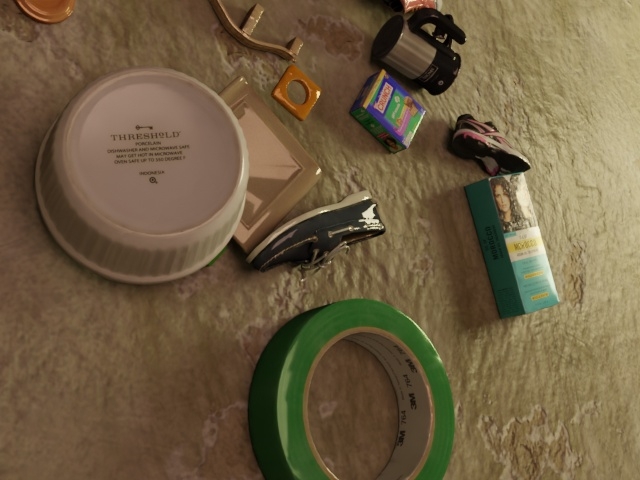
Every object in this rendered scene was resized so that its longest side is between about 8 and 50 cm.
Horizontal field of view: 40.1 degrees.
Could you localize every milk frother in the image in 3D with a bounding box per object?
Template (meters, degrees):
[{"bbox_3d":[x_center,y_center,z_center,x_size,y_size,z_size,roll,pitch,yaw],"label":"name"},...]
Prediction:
[{"bbox_3d":[0.169,-0.345,1.510,0.135,0.129,0.143,27,20,-28],"label":"milk frother"}]

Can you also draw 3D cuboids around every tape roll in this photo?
[{"bbox_3d":[0.051,0.247,1.259,0.321,0.077,0.321,10,72,-34],"label":"tape roll"}]

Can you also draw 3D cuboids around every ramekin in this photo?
[{"bbox_3d":[-0.211,-0.088,1.082,0.273,0.127,0.273,5,75,-17],"label":"ramekin"}]

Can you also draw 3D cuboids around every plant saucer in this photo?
[{"bbox_3d":[-0.363,-0.326,1.152,0.083,0.013,0.083,11,72,-35],"label":"plant saucer"}]

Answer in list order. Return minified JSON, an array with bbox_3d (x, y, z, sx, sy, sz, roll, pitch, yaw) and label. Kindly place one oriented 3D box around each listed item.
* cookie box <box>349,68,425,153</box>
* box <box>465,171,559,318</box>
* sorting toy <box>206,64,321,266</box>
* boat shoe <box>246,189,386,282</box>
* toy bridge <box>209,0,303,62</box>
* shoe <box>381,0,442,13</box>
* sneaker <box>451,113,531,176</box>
[{"bbox_3d":[0.112,-0.213,1.453,0.107,0.040,0.092,40,58,-20],"label":"cookie box"},{"bbox_3d":[0.339,0.007,1.547,0.100,0.060,0.244,-11,85,-38],"label":"box"},{"bbox_3d":[-0.112,-0.107,1.248,0.196,0.047,0.348,51,61,-17],"label":"sorting toy"},{"bbox_3d":[0.000,0.000,1.283,0.254,0.095,0.079,-25,81,-47],"label":"boat shoe"},{"bbox_3d":[-0.108,-0.330,1.333,0.188,0.026,0.063,36,61,-23],"label":"toy bridge"},{"bbox_3d":[0.151,-0.418,1.507,0.081,0.063,0.178,-59,151,-6],"label":"shoe"},{"bbox_3d":[0.311,-0.175,1.574,0.178,0.072,0.077,27,52,-34],"label":"sneaker"}]
